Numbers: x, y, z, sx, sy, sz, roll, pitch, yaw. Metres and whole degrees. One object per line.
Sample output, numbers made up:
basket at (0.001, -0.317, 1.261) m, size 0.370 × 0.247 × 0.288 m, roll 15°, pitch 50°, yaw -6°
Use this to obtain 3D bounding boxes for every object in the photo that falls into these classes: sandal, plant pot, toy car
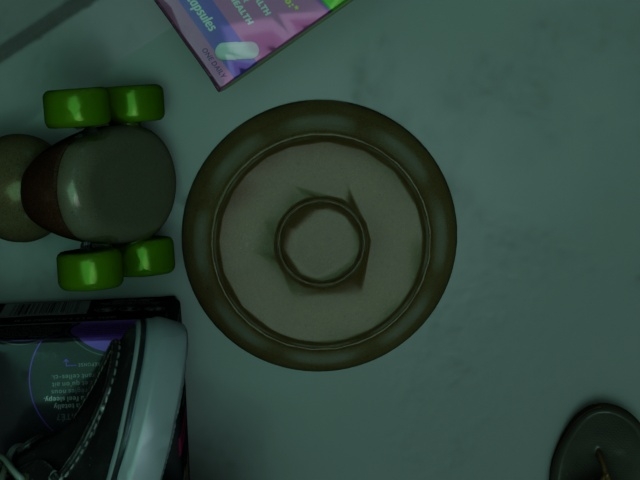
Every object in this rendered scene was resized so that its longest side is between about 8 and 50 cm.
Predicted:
sandal at (0.227, 0.250, 1.261) m, size 0.090 × 0.060 × 0.219 m, roll 24°, pitch 98°, yaw -6°
plant pot at (0.000, 0.000, 1.224) m, size 0.236 × 0.032 × 0.236 m, roll 0°, pitch 100°, yaw -2°
toy car at (-0.227, -0.044, 1.179) m, size 0.188 × 0.149 × 0.155 m, roll 0°, pitch 97°, yaw 26°

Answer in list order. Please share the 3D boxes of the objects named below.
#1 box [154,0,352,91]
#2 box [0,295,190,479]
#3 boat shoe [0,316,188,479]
box at (-0.042, -0.273, 1.134) m, size 0.243 × 0.117 × 0.213 m, roll -34°, pitch 99°, yaw 3°
box at (-0.191, 0.192, 1.189) m, size 0.165 × 0.143 × 0.270 m, roll -1°, pitch 100°, yaw -3°
boat shoe at (-0.196, 0.201, 1.055) m, size 0.119 × 0.121 × 0.335 m, roll 21°, pitch 100°, yaw -12°
